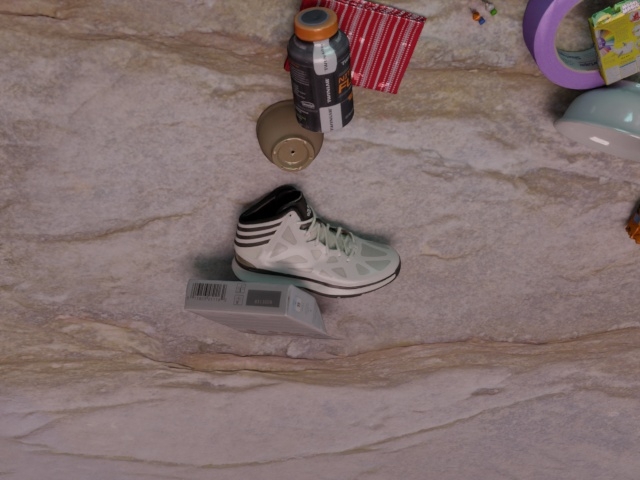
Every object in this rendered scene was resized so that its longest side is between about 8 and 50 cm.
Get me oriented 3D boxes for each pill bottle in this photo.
[{"bbox_3d":[0.000,-0.357,1.562,0.130,0.130,0.246,-8,137,0],"label":"pill bottle"}]

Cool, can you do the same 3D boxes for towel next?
[{"bbox_3d":[0.071,-0.424,1.621,0.274,0.031,0.199,9,132,-16],"label":"towel"}]

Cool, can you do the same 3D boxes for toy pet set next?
[{"bbox_3d":[0.349,-0.525,1.560,0.122,0.065,0.114,-35,162,27],"label":"toy pet set"}]

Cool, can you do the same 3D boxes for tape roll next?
[{"bbox_3d":[0.581,-0.466,1.609,0.274,0.090,0.275,-4,132,-5],"label":"tape roll"}]

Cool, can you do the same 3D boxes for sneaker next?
[{"bbox_3d":[0.000,0.001,1.909,0.447,0.169,0.258,2,134,-6],"label":"sneaker"}]

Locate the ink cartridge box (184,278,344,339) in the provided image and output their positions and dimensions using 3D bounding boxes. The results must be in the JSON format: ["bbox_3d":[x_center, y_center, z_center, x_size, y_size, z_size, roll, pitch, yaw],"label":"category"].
[{"bbox_3d":[-0.136,0.194,2.038,0.308,0.091,0.385,0,164,25],"label":"ink cartridge box"}]

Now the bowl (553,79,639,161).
[{"bbox_3d":[0.699,-0.279,1.712,0.297,0.298,0.134,19,93,-23],"label":"bowl"}]

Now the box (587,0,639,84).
[{"bbox_3d":[0.625,-0.422,1.566,0.105,0.043,0.179,-22,134,13],"label":"box"}]

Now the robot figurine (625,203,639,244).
[{"bbox_3d":[0.957,-0.106,1.992,0.211,0.085,0.291,11,130,-14],"label":"robot figurine"}]

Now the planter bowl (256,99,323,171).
[{"bbox_3d":[-0.067,-0.227,1.731,0.162,0.109,0.162,-3,133,-3],"label":"planter bowl"}]
